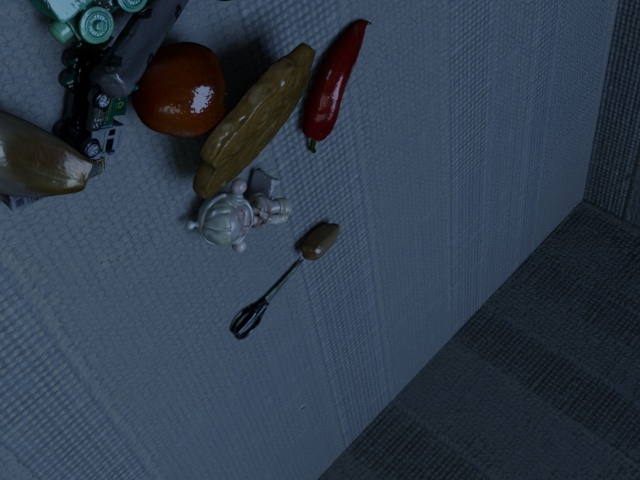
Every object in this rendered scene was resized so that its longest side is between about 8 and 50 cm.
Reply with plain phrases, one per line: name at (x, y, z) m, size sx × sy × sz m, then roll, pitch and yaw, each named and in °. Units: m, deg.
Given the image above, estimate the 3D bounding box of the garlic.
garlic at (-0.542, -0.145, 1.388) m, size 0.143 × 0.112 × 0.318 m, roll -47°, pitch 144°, yaw 18°

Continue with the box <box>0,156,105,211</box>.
box at (-0.514, -0.119, 1.541) m, size 0.207 × 0.050 × 0.041 m, roll -31°, pitch 144°, yaw -35°

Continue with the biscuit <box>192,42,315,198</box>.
biscuit at (-0.137, -0.255, 1.768) m, size 0.385 × 0.062 × 0.365 m, roll -51°, pitch 178°, yaw -23°

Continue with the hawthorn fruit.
hawthorn fruit at (-0.298, -0.296, 1.585) m, size 0.225 × 0.196 × 0.196 m, roll -6°, pitch 128°, yaw -17°

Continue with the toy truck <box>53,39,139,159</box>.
toy truck at (-0.411, -0.261, 1.500) m, size 0.116 × 0.110 × 0.216 m, roll -21°, pitch 136°, yaw -50°

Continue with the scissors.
scissors at (-0.149, 0.165, 2.337) m, size 0.300 × 0.022 × 0.109 m, roll -50°, pitch 152°, yaw -13°

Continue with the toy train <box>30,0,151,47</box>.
toy train at (-0.395, -0.436, 1.362) m, size 0.203 × 0.112 × 0.163 m, roll -49°, pitch 141°, yaw -17°

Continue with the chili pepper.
chili pepper at (0.036, -0.382, 2.029) m, size 0.137 × 0.092 × 0.368 m, roll -13°, pitch 132°, yaw -63°

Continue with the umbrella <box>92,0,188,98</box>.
umbrella at (-0.309, -0.388, 1.450) m, size 0.073 × 0.067 × 0.337 m, roll 75°, pitch 29°, yaw -50°

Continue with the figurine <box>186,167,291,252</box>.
figurine at (-0.204, -0.073, 1.948) m, size 0.256 × 0.144 × 0.182 m, roll -23°, pitch 156°, yaw -46°

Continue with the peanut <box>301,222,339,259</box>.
peanut at (0.000, 0.000, 2.340) m, size 0.152 × 0.076 × 0.076 m, roll -44°, pitch 147°, yaw -27°
